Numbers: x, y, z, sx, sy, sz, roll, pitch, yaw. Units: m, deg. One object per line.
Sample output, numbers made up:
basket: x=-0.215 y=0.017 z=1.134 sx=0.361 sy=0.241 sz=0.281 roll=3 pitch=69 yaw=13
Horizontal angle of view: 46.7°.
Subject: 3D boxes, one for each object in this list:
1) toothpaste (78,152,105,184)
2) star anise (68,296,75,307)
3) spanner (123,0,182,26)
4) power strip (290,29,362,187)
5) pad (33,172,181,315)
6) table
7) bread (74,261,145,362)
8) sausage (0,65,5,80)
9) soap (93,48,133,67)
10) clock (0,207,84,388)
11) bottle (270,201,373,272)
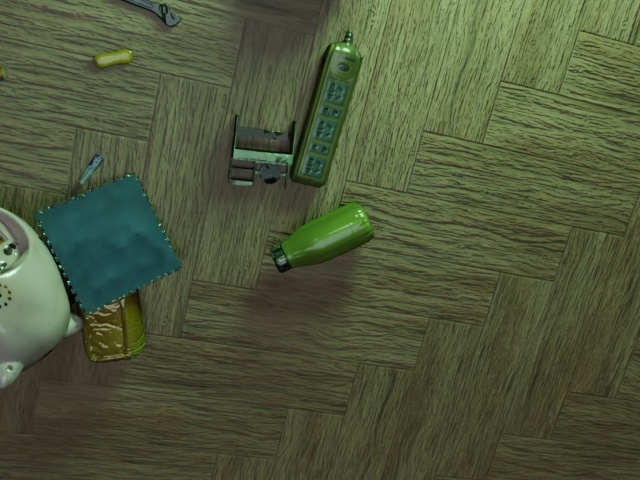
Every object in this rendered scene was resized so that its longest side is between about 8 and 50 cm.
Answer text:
toothpaste: x=-0.548 y=-0.170 z=1.773 sx=0.024 sy=0.015 sz=0.083 roll=34 pitch=93 yaw=-18
star anise: x=-0.682 y=0.165 z=1.837 sx=0.168 sy=0.057 sz=0.168 roll=-2 pitch=111 yaw=-6
spanner: x=-0.414 y=-0.538 z=1.677 sx=0.208 sy=0.012 sz=0.046 roll=19 pitch=104 yaw=-16
power strip: x=0.019 y=-0.317 z=1.807 sx=0.092 sy=0.066 sz=0.387 roll=12 pitch=105 yaw=-17
pad: x=-0.494 y=0.004 z=1.745 sx=0.269 sy=0.012 sz=0.269 roll=-27 pitch=96 yaw=-30
table: x=-0.143 y=-0.211 z=1.813 sx=0.146 sy=0.062 sz=0.175 roll=4 pitch=104 yaw=-12
bread: x=-0.520 y=0.166 z=1.833 sx=0.152 sy=0.119 sz=0.288 roll=-5 pitch=108 yaw=-6
sausage: x=-0.761 y=-0.365 z=1.657 sx=0.107 sy=0.031 sz=0.031 roll=-12 pitch=110 yaw=-8
soap: x=-0.476 y=-0.417 z=1.705 sx=0.089 sy=0.012 sz=0.034 roll=-11 pitch=110 yaw=-7
clock: x=-0.727 y=0.110 z=1.634 sx=0.376 sy=0.368 sz=0.250 roll=45 pitch=128 yaw=0
bottle: x=0.000 y=0.000 z=1.882 sx=0.260 sy=0.112 sz=0.112 roll=-25 pitch=111 yaw=-2
